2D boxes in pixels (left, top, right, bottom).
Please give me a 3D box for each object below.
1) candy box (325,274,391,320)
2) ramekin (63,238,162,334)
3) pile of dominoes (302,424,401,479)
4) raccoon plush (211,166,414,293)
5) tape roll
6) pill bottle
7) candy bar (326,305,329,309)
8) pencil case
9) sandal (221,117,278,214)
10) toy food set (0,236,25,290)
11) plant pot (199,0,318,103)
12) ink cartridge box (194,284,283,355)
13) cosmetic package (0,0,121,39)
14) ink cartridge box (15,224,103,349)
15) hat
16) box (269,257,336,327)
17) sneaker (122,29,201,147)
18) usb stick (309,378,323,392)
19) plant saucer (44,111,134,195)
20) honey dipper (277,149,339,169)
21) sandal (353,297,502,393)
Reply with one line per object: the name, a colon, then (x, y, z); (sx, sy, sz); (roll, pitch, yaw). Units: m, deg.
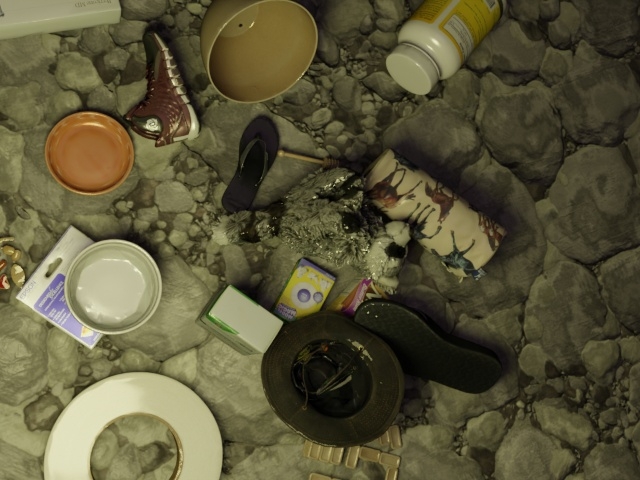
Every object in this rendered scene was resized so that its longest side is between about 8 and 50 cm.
candy box: (0.083, 0.182, 1.948); (0.187, 0.053, 0.109); (-45, 106, -20)
ramekin: (-0.459, 0.106, 1.737); (0.207, 0.109, 0.207); (2, 82, -18)
pile of dominoes: (0.081, 0.522, 1.933); (0.251, 0.040, 0.196); (21, 74, -21)
raccoon plush: (0.000, 0.000, 1.917); (0.299, 0.446, 0.216); (62, 35, -38)
tape roll: (-0.414, 0.489, 1.763); (0.392, 0.072, 0.392); (2, 81, -16)
pill bottle: (0.324, -0.548, 2.063); (0.188, 0.188, 0.334); (42, 74, -7)
candy bar: (0.004, 0.242, 1.947); (0.040, 0.018, 0.161); (27, 76, -13)
pencil case: (0.264, -0.065, 1.991); (0.410, 0.160, 0.183); (35, 100, -9)
sandal: (-0.166, -0.183, 1.937); (0.097, 0.054, 0.254); (19, 78, -13)
toy food set: (-0.708, 0.056, 1.765); (0.078, 0.019, 0.122); (-8, 92, -17)
plant pot: (-0.174, -0.502, 1.893); (0.284, 0.284, 0.191); (-20, 54, -18)
ink cartridge box: (-0.191, 0.187, 1.799); (0.153, 0.208, 0.087); (36, 71, -10)
cosmetic package: (-0.685, -0.628, 1.828); (0.377, 0.097, 0.284); (-14, 89, -18)
ink cartridge box: (-0.544, 0.107, 1.790); (0.208, 0.045, 0.206); (37, 74, -11)
hat: (0.020, 0.336, 1.821); (0.331, 0.134, 0.331); (4, 61, -7)
box: (-0.049, 0.145, 1.933); (0.105, 0.043, 0.179); (30, 77, -9)
sneaker: (-0.406, -0.352, 1.867); (0.162, 0.106, 0.281); (-23, 90, -15)
usb stick: (0.042, 0.365, 1.920); (0.278, 0.045, 0.077); (17, 50, -14)
plant saucer: (-0.539, -0.201, 1.840); (0.200, 0.037, 0.200); (2, 82, -17)
honey dipper: (-0.031, -0.205, 1.985); (0.161, 0.030, 0.030); (10, 80, -20)
sandal: (0.254, 0.258, 1.967); (0.446, 0.107, 0.167); (29, 113, -24)
